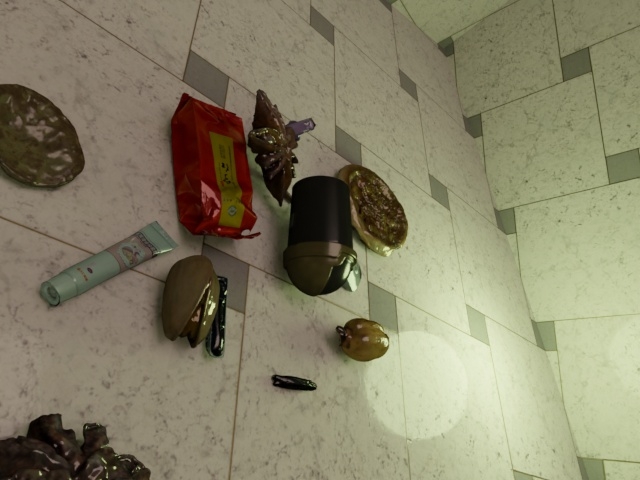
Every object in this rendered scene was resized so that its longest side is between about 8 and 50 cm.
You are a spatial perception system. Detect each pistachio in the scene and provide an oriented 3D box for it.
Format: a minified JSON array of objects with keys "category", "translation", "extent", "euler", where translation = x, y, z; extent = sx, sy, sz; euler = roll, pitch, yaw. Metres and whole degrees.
[{"category":"pistachio","translation":[-0.287,0.134,1.184],"extent":[0.129,0.131,0.206],"euler":[20,56,-31]}]

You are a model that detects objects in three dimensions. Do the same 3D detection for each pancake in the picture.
[{"category":"pancake","translation":[-0.609,-0.218,1.110],"extent":[0.236,0.042,0.223],"euler":[48,34,-22]},{"category":"pancake","translation":[0.202,-0.115,1.976],"extent":[0.382,0.071,0.383],"euler":[28,47,-35]}]

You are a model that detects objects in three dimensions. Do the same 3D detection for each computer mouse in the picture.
[{"category":"computer mouse","translation":[0.067,0.061,1.698],"extent":[0.231,0.079,0.128],"euler":[43,42,-27]}]

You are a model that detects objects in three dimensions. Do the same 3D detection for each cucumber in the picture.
[{"category":"cucumber","translation":[-0.066,0.369,1.366],"extent":[0.134,0.034,0.033],"euler":[22,55,-40]}]

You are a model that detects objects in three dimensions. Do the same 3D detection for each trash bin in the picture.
[{"category":"trash bin","translation":[0.000,0.000,1.526],"extent":[0.214,0.214,0.334],"euler":[24,57,-39]}]

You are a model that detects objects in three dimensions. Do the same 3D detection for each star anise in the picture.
[{"category":"star anise","translation":[-0.390,0.386,0.818],"extent":[0.331,0.118,0.332],"euler":[34,5,-4]},{"category":"star anise","translation":[-0.139,-0.257,1.557],"extent":[0.349,0.108,0.293],"euler":[37,60,-65]}]

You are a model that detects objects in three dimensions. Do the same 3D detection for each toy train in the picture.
[{"category":"toy train","translation":[-0.249,0.182,1.262],"extent":[0.043,0.047,0.208],"euler":[23,51,-38]}]

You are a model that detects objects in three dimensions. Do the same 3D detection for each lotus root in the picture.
[{"category":"lotus root","translation":[0.120,0.294,1.569],"extent":[0.220,0.118,0.125],"euler":[12,25,-42]}]

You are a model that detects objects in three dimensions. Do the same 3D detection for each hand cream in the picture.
[{"category":"hand cream","translation":[-0.441,0.045,1.131],"extent":[0.085,0.058,0.331],"euler":[43,31,5]}]

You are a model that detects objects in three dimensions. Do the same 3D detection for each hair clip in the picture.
[{"category":"hair clip","translation":[-0.130,-0.340,1.732],"extent":[0.278,0.090,0.137],"euler":[-28,102,-46]}]

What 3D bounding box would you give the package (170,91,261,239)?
[{"category":"package","translation":[-0.283,-0.180,1.400],"extent":[0.195,0.123,0.424],"euler":[10,59,-46]}]
